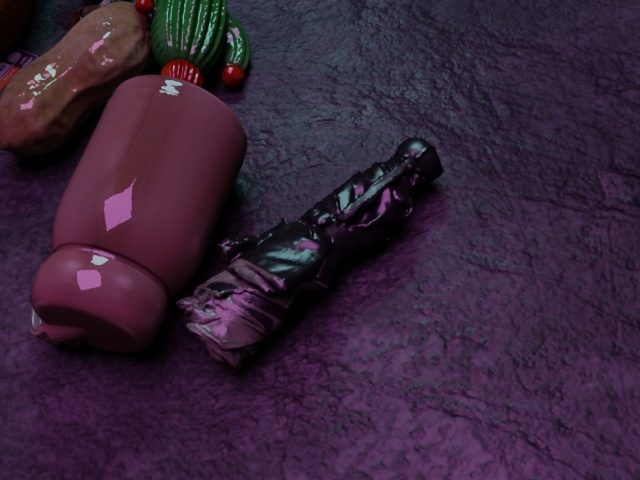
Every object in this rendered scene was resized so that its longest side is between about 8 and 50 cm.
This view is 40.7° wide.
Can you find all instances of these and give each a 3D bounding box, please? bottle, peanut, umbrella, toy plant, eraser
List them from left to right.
[{"bbox_3d":[-0.443,-0.215,1.206,0.052,0.029,0.122,21,63,21],"label":"eraser"},{"bbox_3d":[-0.315,-0.209,1.135,0.125,0.111,0.274,23,65,43],"label":"peanut"},{"bbox_3d":[-0.215,-0.020,0.975,0.206,0.173,0.296,-10,52,41],"label":"bottle"},{"bbox_3d":[-0.164,-0.272,1.151,0.155,0.088,0.240,-5,65,-39],"label":"toy plant"},{"bbox_3d":[-0.004,-0.005,0.958,0.358,0.106,0.113,-40,57,-16],"label":"umbrella"}]

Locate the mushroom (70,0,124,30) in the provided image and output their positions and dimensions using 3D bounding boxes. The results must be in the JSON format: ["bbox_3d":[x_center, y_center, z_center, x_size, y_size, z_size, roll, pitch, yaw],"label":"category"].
[{"bbox_3d":[-0.307,-0.345,1.263,0.060,0.061,0.187,3,46,20],"label":"mushroom"}]

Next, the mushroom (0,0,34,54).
[{"bbox_3d":[-0.555,-0.386,1.216,0.345,0.239,0.345,7,38,-5],"label":"mushroom"}]
